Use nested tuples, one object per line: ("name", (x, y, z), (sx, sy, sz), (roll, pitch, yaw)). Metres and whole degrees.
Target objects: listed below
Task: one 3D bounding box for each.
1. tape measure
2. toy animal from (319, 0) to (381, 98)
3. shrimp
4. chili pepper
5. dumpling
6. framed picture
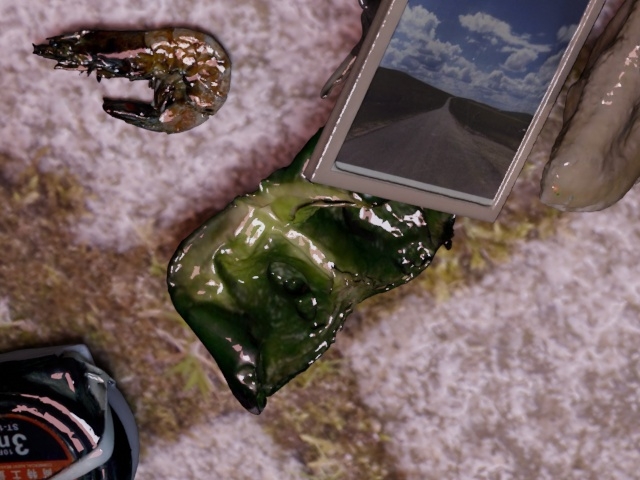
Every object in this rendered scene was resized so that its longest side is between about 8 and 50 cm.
("tape measure", (-0.246, 0.177, 1.476), (0.182, 0.107, 0.181), (-3, 109, 11))
("toy animal", (0.069, -0.197, 1.250), (0.082, 0.137, 0.270), (25, 106, -5))
("shrimp", (-0.150, -0.127, 1.370), (0.161, 0.034, 0.091), (6, 114, 6))
("chili pepper", (0.004, -0.004, 1.365), (0.264, 0.116, 0.148), (-43, 89, 22))
("dumpling", (0.258, -0.168, 1.256), (0.086, 0.166, 0.332), (35, 102, 39))
("framed picture", (0.108, -0.141, 1.214), (0.189, 0.023, 0.260), (12, 110, -40))
